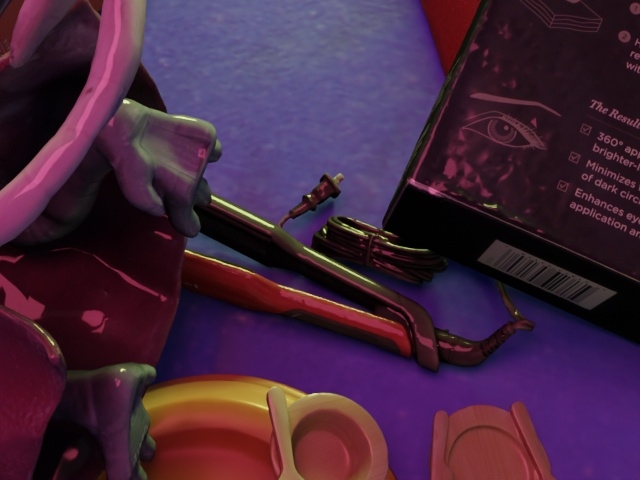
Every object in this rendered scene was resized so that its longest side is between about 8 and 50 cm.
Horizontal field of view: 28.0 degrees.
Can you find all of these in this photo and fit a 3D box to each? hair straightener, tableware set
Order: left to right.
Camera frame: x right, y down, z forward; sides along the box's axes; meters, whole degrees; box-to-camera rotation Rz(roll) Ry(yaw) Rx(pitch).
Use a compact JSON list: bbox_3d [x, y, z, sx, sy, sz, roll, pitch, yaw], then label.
[{"bbox_3d":[0.000,0.000,0.651,0.230,0.047,0.089,17,66,14],"label":"hair straightener"},{"bbox_3d":[0.042,0.135,0.562,0.168,0.020,0.141,4,64,-20],"label":"tableware set"}]

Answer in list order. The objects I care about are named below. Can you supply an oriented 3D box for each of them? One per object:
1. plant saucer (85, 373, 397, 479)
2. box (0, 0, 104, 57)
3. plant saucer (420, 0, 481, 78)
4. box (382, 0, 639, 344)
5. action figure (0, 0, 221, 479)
[{"bbox_3d":[-0.053,0.151,0.586,0.200,0.037,0.200,-2,63,4],"label":"plant saucer"},{"bbox_3d":[-0.173,-0.181,0.715,0.091,0.130,0.170,29,70,18],"label":"box"},{"bbox_3d":[0.173,-0.209,0.740,0.259,0.048,0.258,-14,62,0],"label":"plant saucer"},{"bbox_3d":[0.134,-0.052,0.610,0.156,0.093,0.158,24,76,1],"label":"box"},{"bbox_3d":[-0.244,0.002,0.553,0.370,0.276,0.248,16,69,11],"label":"action figure"}]
